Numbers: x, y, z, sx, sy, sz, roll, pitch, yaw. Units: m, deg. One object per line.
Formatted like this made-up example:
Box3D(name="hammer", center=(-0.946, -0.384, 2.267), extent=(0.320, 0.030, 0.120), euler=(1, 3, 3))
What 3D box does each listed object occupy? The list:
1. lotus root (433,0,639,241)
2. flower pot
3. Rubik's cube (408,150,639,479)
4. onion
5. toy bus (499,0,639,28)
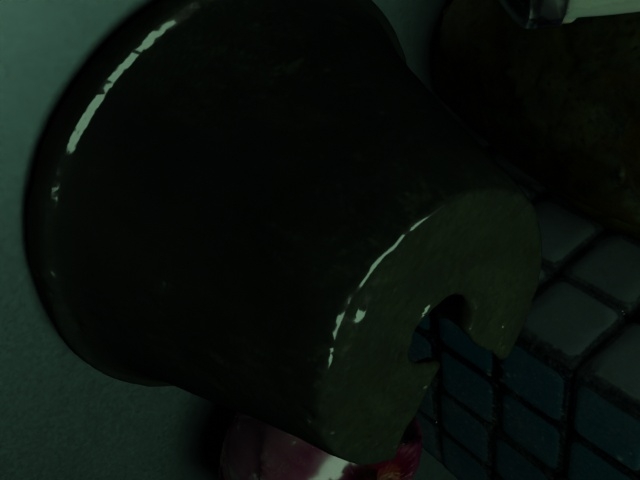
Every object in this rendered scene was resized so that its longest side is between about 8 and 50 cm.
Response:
Box3D(name="lotus root", center=(0.285, -0.129, 0.848), extent=(0.250, 0.346, 0.250), euler=(-27, 141, -24))
Box3D(name="flower pot", center=(0.000, 0.000, 0.717), extent=(0.379, 0.251, 0.379), euler=(-24, 132, -30))
Box3D(name="Rubik's cube", center=(0.295, 0.105, 1.022), extent=(0.344, 0.344, 0.337), euler=(-35, 138, -25))
Box3D(name="onion", center=(-0.005, 0.223, 0.941), extent=(0.207, 0.200, 0.200), euler=(-39, 150, -67))
Box3D(name="toy bus", center=(0.233, -0.380, 0.632), extent=(0.249, 0.209, 0.440), euler=(-4, 128, -4))
